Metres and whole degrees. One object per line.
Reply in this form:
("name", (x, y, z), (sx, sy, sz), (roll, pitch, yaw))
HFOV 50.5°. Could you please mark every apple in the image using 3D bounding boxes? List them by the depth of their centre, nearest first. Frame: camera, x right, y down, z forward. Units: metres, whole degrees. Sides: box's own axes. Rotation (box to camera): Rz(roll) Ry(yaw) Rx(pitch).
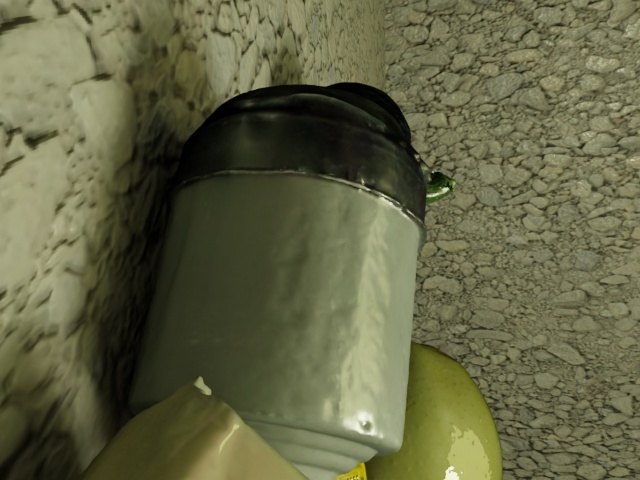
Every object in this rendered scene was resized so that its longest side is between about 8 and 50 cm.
("apple", (0.141, 0.356, 1.182), (0.357, 0.358, 0.356), (1, 90, -79))

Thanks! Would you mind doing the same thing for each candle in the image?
("candle", (-0.029, 0.064, 0.544), (0.221, 0.222, 0.342), (67, 26, -65))

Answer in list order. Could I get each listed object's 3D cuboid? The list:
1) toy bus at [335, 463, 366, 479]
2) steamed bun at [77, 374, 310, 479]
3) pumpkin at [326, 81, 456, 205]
("toy bus", (-0.014, 0.348, 0.862), (0.330, 0.144, 0.151), (54, 38, -70))
("steamed bun", (-0.064, 0.209, 0.390), (0.200, 0.170, 0.225), (-36, 91, -41))
("pumpkin", (0.064, -0.091, 0.946), (0.248, 0.248, 0.247), (1, 90, -79))
